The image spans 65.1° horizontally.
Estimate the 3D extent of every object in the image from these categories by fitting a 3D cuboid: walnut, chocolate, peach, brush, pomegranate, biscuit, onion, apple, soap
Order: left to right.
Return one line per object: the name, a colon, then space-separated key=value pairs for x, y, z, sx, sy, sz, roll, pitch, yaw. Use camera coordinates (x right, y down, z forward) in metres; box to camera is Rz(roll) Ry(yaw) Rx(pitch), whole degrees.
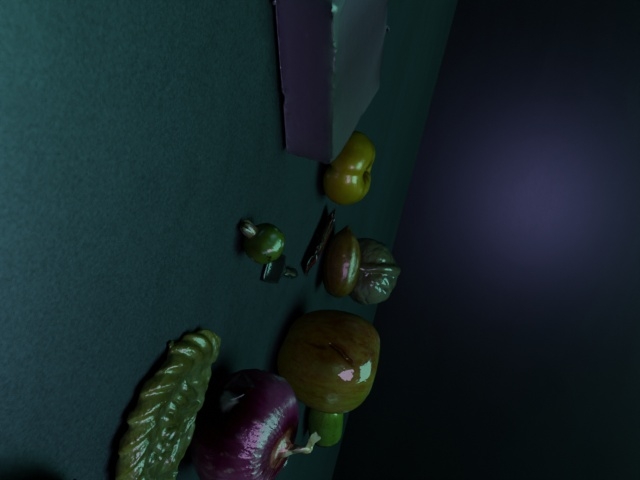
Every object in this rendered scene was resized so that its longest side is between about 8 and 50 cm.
biscuit: x=-0.220 y=0.260 z=0.707 sx=0.187 sy=0.036 sz=0.273 roll=30 pitch=77 yaw=-75
onion: x=-0.131 y=0.321 z=0.861 sx=0.207 sy=0.200 sz=0.200 roll=-38 pitch=157 yaw=-8
pomegranate: x=-0.100 y=0.000 z=0.827 sx=0.073 sy=0.084 sz=0.073 roll=-53 pitch=-172 yaw=10
brush: x=-0.079 y=0.062 z=1.047 sx=0.193 sy=0.016 sz=0.063 roll=32 pitch=76 yaw=-75
chocolate: x=0.000 y=0.000 z=1.253 sx=0.086 sy=0.028 sz=0.182 roll=90 pitch=22 yaw=-67
apple: x=0.016 y=0.295 z=1.259 sx=0.264 sy=0.264 sz=0.264 roll=17 pitch=90 yaw=-75
soap: x=0.031 y=-0.328 z=0.851 sx=0.296 sy=0.107 sz=0.285 roll=90 pitch=22 yaw=-47
walnut: x=0.060 y=0.059 z=1.398 sx=0.116 sy=0.115 sz=0.207 roll=-21 pitch=119 yaw=-72
peach: x=0.068 y=-0.167 z=1.171 sx=0.179 sy=0.103 sz=0.179 roll=14 pitch=90 yaw=-79
walnut: x=0.148 y=0.097 z=1.574 sx=0.224 sy=0.224 sz=0.224 roll=17 pitch=90 yaw=-75

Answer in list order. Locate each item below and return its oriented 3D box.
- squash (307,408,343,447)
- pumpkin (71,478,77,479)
squash: x=0.019 y=0.641 z=1.828 sx=0.132 sy=0.132 sz=0.247 roll=-59 pitch=159 yaw=-43
pumpkin: x=-0.276 y=0.367 z=0.497 sx=0.169 sy=0.148 sz=0.312 roll=-28 pitch=125 yaw=-24
